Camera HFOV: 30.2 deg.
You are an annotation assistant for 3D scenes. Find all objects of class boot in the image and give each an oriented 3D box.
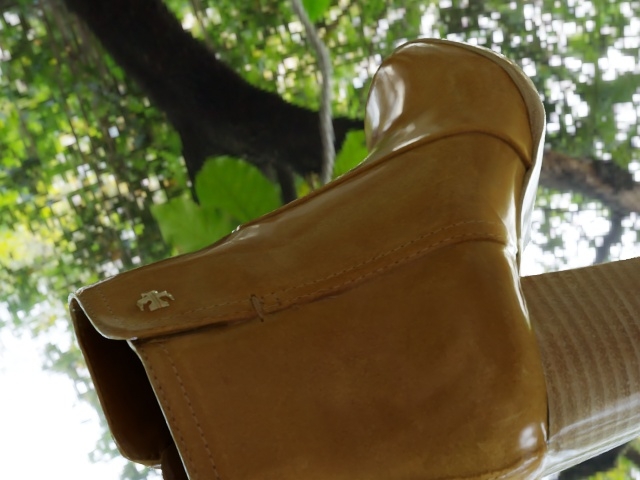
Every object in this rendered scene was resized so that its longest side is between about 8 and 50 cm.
[{"bbox_3d":[0.000,0.001,0.491,0.211,0.104,0.295,-10,-147,-15],"label":"boot"}]
